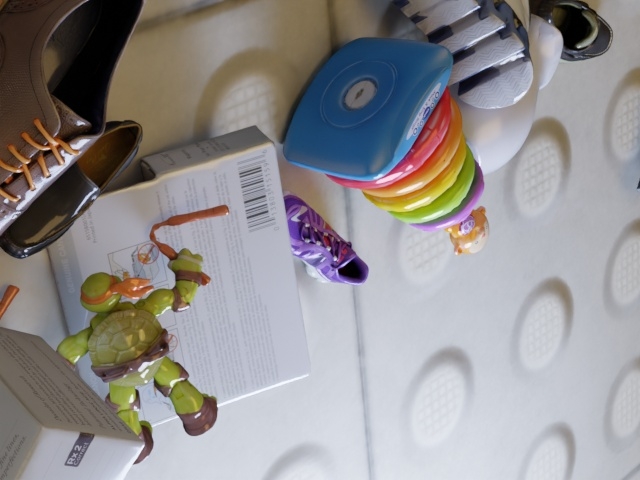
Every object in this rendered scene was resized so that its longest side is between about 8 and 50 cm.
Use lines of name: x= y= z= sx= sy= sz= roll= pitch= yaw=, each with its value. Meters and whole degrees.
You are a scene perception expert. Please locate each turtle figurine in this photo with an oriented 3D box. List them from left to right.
turtle figurine: x=-0.168 y=0.099 z=1.308 sx=0.269 sy=0.087 sz=0.217 roll=-33 pitch=126 yaw=-17

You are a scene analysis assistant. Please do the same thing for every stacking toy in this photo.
stacking toy: x=0.115 y=-0.072 z=1.542 sx=0.302 sy=0.165 sz=0.175 roll=47 pitch=67 yaw=-42

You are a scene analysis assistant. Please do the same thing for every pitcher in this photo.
pitcher: x=0.203 y=-0.152 z=1.677 sx=0.207 sy=0.125 sz=0.178 roll=-50 pitch=156 yaw=-33

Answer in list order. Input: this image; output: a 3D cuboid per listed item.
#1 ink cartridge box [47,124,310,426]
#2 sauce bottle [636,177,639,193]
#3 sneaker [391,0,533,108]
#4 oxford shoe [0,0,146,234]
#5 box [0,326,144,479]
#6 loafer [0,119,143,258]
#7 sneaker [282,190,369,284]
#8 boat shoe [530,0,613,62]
ink cartridge box: x=-0.143 y=0.048 z=1.387 sx=0.238 sy=0.060 sz=0.275 roll=-17 pitch=118 yaw=-17
sauce bottle: x=0.556 y=-0.222 z=2.055 sx=0.111 sy=0.111 sz=0.344 roll=27 pitch=84 yaw=-50
sneaker: x=0.144 y=-0.315 z=1.551 sx=0.315 sy=0.127 sz=0.182 roll=56 pitch=31 yaw=-23
oxford shoe: x=-0.266 y=-0.083 z=1.139 sx=0.130 sy=0.132 sz=0.364 roll=35 pitch=76 yaw=-49
box: x=-0.274 y=0.187 z=1.157 sx=0.119 sy=0.182 sz=0.181 roll=20 pitch=103 yaw=-50
loafer: x=-0.224 y=-0.053 z=1.241 sx=0.062 sy=0.061 sz=0.170 roll=45 pitch=60 yaw=-13
sneaker: x=0.000 y=0.000 z=1.521 sx=0.170 sy=0.071 sz=0.068 roll=35 pitch=76 yaw=-48
boat shoe: x=0.326 y=-0.272 z=1.797 sx=0.223 sy=0.073 sz=0.080 roll=8 pitch=97 yaw=-49
